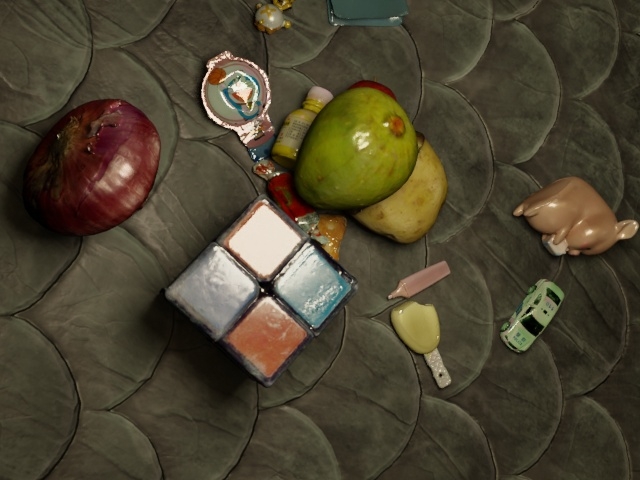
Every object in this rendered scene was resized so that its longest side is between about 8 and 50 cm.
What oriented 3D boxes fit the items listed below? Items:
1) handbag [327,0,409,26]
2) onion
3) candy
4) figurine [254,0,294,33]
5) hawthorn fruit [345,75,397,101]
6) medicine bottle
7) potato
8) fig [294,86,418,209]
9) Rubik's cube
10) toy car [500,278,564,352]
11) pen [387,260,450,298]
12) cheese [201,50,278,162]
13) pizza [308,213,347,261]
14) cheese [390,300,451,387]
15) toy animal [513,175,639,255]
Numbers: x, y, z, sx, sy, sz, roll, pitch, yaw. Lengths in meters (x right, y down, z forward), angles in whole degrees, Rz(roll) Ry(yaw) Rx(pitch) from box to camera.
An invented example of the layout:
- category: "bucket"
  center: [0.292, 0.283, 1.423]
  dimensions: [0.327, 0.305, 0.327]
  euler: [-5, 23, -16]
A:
- category: "handbag"
  center: [0.125, -0.668, 1.766]
  dimensions: [0.221, 0.057, 0.144]
  euler: [-7, 80, -14]
- category: "onion"
  center: [-0.494, -0.148, 1.458]
  dimensions: [0.285, 0.347, 0.348]
  euler: [41, 72, -51]
- category: "candy"
  center: [-0.074, -0.096, 1.628]
  dimensions: [0.086, 0.059, 0.292]
  euler: [-23, 69, -28]
- category: "figurine"
  center: [-0.113, -0.606, 1.689]
  dimensions: [0.143, 0.068, 0.101]
  euler: [-30, 77, -15]
- category: "hawthorn fruit"
  center: [0.129, -0.325, 1.674]
  dimensions: [0.189, 0.189, 0.252]
  euler: [25, 66, -11]
- category: "medicine bottle"
  center: [-0.036, -0.291, 1.654]
  dimensions: [0.121, 0.122, 0.213]
  euler: [24, 80, -11]
- category: "potato"
  center: [0.221, -0.116, 1.668]
  dimensions: [0.242, 0.242, 0.285]
  euler: [39, 68, -8]
- category: "fig"
  center: [0.070, -0.192, 1.492]
  dimensions: [0.258, 0.326, 0.258]
  euler: [23, 47, -28]
- category: "Rubik's cube"
  center: [-0.153, 0.117, 1.493]
  dimensions: [0.318, 0.316, 0.313]
  euler: [44, 76, -8]
- category: "toy car"
  center: [0.602, 0.214, 1.801]
  dimensions: [0.090, 0.076, 0.224]
  euler: [42, 77, -9]
- category: "pen"
  center: [0.266, 0.115, 1.746]
  dimensions: [0.197, 0.032, 0.053]
  euler: [-24, 93, -18]
- category: "cheese"
  center: [-0.196, -0.343, 1.643]
  dimensions: [0.188, 0.074, 0.286]
  euler: [-30, 107, -13]
- category: "pizza"
  center: [0.000, 0.000, 1.658]
  dimensions: [0.182, 0.062, 0.161]
  euler: [-23, 65, -24]
- category: "cheese"
  center: [0.289, 0.279, 1.729]
  dimensions: [0.127, 0.050, 0.256]
  euler: [-28, 94, -16]
- category: "toy animal"
  center: [0.710, -0.055, 1.793]
  dimensions: [0.213, 0.195, 0.256]
  euler: [-44, 99, -6]
